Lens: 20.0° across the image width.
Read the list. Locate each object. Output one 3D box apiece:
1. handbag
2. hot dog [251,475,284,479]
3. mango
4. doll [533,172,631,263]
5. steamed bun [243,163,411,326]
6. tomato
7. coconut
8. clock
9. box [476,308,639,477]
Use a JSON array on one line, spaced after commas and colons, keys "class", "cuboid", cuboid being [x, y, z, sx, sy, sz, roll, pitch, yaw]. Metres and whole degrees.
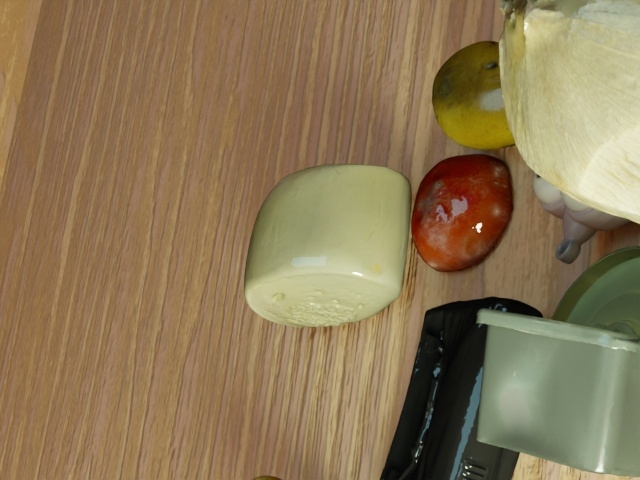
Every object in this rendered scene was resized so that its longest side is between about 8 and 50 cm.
[{"class": "handbag", "cuboid": [0.150, 0.197, 1.997, 0.244, 0.088, 0.275, 169, 118, -70]}, {"class": "hot dog", "cuboid": [-0.007, 0.388, 2.063, 0.150, 0.153, 0.257, -54, 35, 11]}, {"class": "mango", "cuboid": [0.213, -0.175, 2.161, 0.195, 0.098, 0.137, -2, 64, 51]}, {"class": "doll", "cuboid": [0.315, -0.148, 1.987, 0.160, 0.094, 0.365, -5, 64, 59]}, {"class": "steamed bun", "cuboid": [0.000, 0.000, 2.311, 0.250, 0.155, 0.200, -20, 54, 47]}, {"class": "tomato", "cuboid": [0.159, -0.041, 2.178, 0.155, 0.069, 0.156, -34, 44, 41]}, {"class": "coconut", "cuboid": [0.341, -0.178, 1.709, 0.346, 0.360, 0.346, -33, 46, 43]}, {"class": "clock", "cuboid": [0.309, 0.120, 1.875, 0.235, 0.029, 0.235, -36, 42, 41]}, {"class": "box", "cuboid": [0.261, 0.150, 1.768, 0.243, 0.163, 0.135, 7, 87, 56]}]
